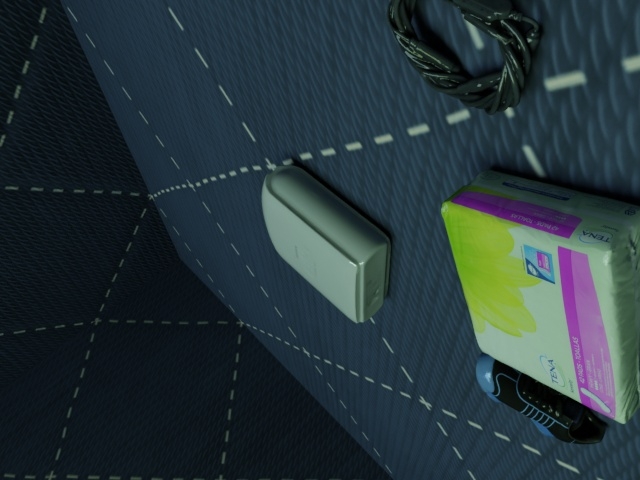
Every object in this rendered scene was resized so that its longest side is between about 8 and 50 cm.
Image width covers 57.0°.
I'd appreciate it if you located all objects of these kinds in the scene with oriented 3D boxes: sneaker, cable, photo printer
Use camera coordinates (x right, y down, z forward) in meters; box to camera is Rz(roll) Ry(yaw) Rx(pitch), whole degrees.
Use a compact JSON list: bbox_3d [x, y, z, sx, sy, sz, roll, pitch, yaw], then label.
[{"bbox_3d":[0.339,0.238,0.898,0.232,0.081,0.090,37,157,-23],"label":"sneaker"},{"bbox_3d":[0.148,-0.217,0.637,0.184,0.047,0.150,37,160,28],"label":"cable"},{"bbox_3d":[0.000,0.000,1.201,0.307,0.107,0.256,41,157,26],"label":"photo printer"}]

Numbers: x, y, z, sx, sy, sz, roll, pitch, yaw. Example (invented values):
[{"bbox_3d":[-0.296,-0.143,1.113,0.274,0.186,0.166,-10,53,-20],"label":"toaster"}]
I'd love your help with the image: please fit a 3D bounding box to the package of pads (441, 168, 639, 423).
[{"bbox_3d":[0.282,0.066,0.734,0.229,0.101,0.296,25,147,49],"label":"package of pads"}]
